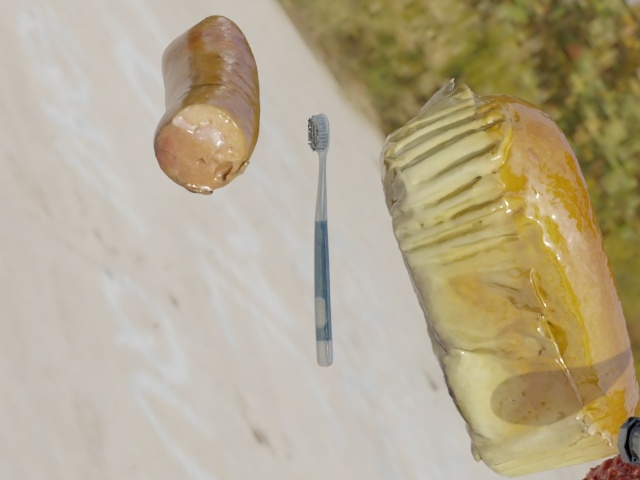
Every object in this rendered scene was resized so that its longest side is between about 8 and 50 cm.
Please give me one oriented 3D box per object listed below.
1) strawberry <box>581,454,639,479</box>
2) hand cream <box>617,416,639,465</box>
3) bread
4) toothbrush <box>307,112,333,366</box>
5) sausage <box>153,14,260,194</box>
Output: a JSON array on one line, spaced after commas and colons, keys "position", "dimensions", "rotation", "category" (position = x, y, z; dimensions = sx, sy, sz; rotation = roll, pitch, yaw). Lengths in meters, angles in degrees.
[{"position": [0.309, 0.306, 1.893], "dimensions": [0.236, 0.107, 0.175], "rotation": [59, 16, -79], "category": "strawberry"}, {"position": [0.348, 0.170, 1.457], "dimensions": [0.256, 0.088, 0.055], "rotation": [4, -43, 46], "category": "hand cream"}, {"position": [0.187, 0.048, 1.740], "dimensions": [0.236, 0.183, 0.388], "rotation": [-95, 164, -58], "category": "bread"}, {"position": [0.000, 0.000, 2.005], "dimensions": [0.025, 0.019, 0.275], "rotation": [-4, 93, -61], "category": "toothbrush"}, {"position": [-0.109, -0.140, 1.831], "dimensions": [0.109, 0.109, 0.270], "rotation": [52, 15, -26], "category": "sausage"}]
